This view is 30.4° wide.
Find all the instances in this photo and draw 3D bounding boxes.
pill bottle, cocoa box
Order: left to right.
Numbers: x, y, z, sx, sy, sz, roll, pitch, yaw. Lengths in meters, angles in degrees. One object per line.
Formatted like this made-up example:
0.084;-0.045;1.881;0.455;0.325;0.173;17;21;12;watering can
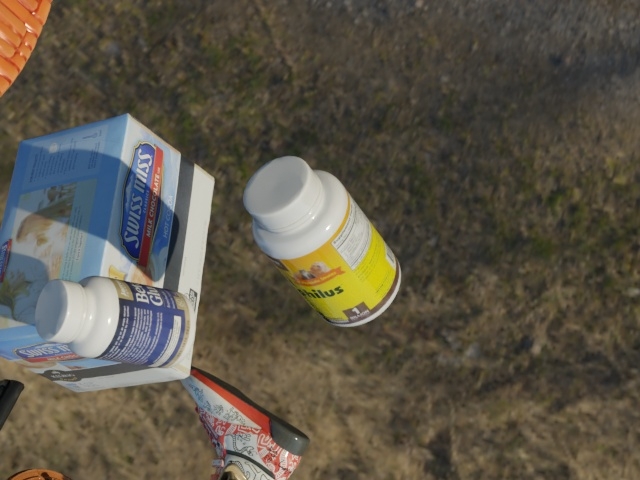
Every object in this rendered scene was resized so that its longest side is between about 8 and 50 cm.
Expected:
-0.331;0.024;1.773;0.231;0.347;0.228;-10;151;30;cocoa box
-0.234;0.091;1.342;0.169;0.094;0.094;15;150;-43;pill bottle
0.000;0.000;1.344;0.117;0.117;0.215;-6;142;30;pill bottle

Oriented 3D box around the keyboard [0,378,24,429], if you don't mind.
-0.434;0.280;1.235;0.201;0.317;0.033;-27;117;35;keyboard

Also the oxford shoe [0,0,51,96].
-0.271;-0.077;0.642;0.130;0.363;0.133;43;150;-25;oxford shoe

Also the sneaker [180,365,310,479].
-0.156;0.314;1.882;0.270;0.145;0.090;29;178;29;sneaker

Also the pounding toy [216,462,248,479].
-0.183;0.419;1.610;0.154;0.155;0.269;35;95;-10;pounding toy

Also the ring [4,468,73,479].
-0.254;0.402;1.276;0.032;0.336;0.336;-26;119;12;ring
